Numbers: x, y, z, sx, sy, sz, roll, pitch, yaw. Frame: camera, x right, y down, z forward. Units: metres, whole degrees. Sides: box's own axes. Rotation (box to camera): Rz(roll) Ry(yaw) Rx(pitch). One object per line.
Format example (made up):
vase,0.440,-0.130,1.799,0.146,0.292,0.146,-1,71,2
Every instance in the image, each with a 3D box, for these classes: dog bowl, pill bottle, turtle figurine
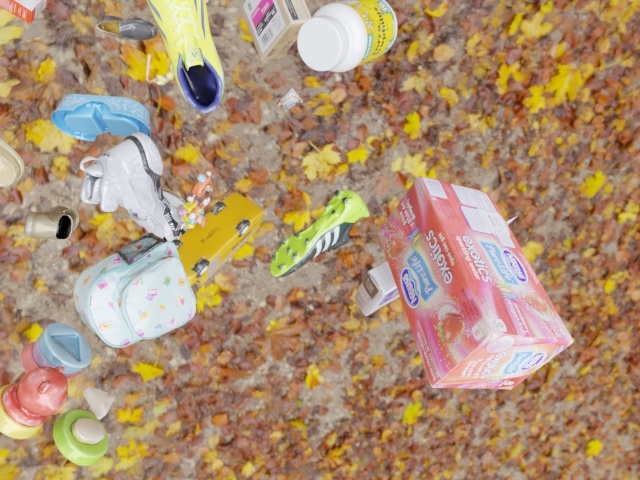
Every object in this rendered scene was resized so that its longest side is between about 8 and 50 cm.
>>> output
dog bowl,-0.674,-0.381,1.668,0.298,0.074,0.166,3,158,0
pill bottle,0.049,-0.374,0.975,0.208,0.118,0.117,-41,132,-48
turtle figurine,-0.349,-0.515,1.489,0.269,0.087,0.217,-54,165,5

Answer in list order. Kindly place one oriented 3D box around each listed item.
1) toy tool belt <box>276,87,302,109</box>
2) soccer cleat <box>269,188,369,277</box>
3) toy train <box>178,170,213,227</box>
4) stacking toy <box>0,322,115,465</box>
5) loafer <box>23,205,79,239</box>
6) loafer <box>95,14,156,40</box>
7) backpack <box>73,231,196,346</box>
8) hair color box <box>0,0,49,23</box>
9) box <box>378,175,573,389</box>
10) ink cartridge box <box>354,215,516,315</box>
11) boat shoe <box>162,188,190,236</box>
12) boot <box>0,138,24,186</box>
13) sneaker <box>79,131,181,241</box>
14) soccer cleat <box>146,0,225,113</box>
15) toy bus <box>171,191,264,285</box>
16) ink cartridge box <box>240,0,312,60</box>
toy tool belt,-0.089,-0.403,1.562,0.051,0.083,0.052,39,57,-18
soccer cleat,0.000,0.000,0.814,0.179,0.060,0.072,-43,133,8
toy train,-0.289,-0.089,1.311,0.046,0.166,0.125,32,70,5
stacking toy,-0.551,0.332,1.211,0.130,0.309,0.279,-40,115,7
loafer,-0.432,-0.023,0.884,0.050,0.148,0.056,15,99,-3
loafer,-0.542,-0.588,1.497,0.170,0.061,0.062,9,124,12
backpack,-0.326,0.097,0.949,0.188,0.144,0.165,-28,123,-27
hair color box,-0.738,-0.599,1.257,0.167,0.053,0.093,29,56,-19
box,0.218,0.060,0.818,0.154,0.299,0.142,8,135,-25
ink cartridge box,0.227,0.045,1.147,0.307,0.303,0.072,-31,76,-10
boat shoe,-0.484,-0.072,1.839,0.302,0.103,0.113,37,104,-30
boot,-0.614,-0.134,0.832,0.262,0.203,0.095,34,104,-31
sneaker,-0.527,-0.099,1.487,0.210,0.137,0.365,-33,128,-37
soccer cleat,-0.224,-0.347,0.890,0.094,0.121,0.289,-17,134,-2
toy bus,-0.290,0.002,1.445,0.332,0.108,0.130,-50,172,-40
ink cartridge box,-0.143,-0.709,1.683,0.088,0.235,0.193,-23,89,-31
